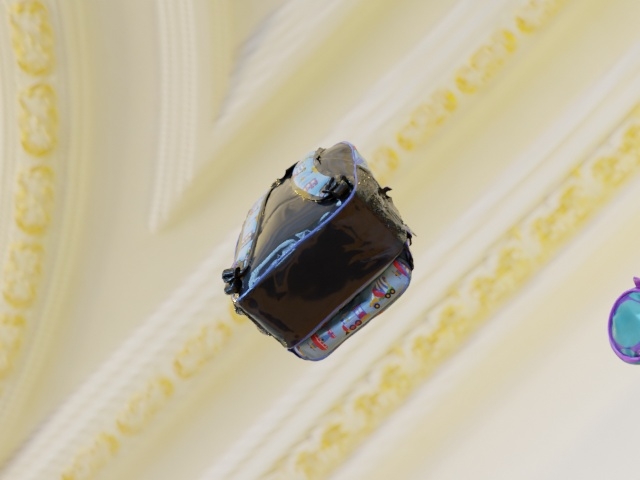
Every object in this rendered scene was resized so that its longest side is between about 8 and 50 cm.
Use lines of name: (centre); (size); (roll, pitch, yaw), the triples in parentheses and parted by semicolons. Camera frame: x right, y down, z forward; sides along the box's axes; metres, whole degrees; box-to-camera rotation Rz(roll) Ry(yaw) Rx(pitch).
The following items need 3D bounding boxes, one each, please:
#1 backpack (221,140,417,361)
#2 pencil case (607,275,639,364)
backpack: (0.000, 0.000, 1.562); (0.158, 0.173, 0.117); (-42, -72, 14)
pencil case: (0.304, 0.074, 1.459); (0.152, 0.064, 0.070); (10, -86, -35)
